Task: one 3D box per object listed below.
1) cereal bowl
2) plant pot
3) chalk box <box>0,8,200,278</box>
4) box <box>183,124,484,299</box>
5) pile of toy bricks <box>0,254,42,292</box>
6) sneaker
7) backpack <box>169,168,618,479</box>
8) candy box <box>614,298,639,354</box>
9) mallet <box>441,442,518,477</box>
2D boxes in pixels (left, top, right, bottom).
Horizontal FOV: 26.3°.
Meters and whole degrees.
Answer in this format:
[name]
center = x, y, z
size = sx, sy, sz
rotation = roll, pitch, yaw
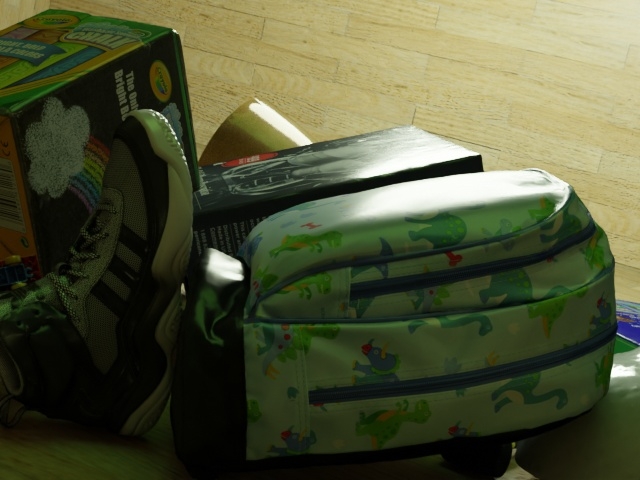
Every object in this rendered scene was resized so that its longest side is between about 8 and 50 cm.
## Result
[cereal bowl]
center = 0.352, 0.175, 1.215
size = 0.338, 0.141, 0.339
rotation = 14, 2, 0
[plant pot]
center = -0.048, -0.068, 2.206
size = 0.254, 0.237, 0.237
rotation = 31, 14, 17
[chalk box]
center = -0.242, -0.111, 1.336
size = 0.179, 0.180, 0.289
rotation = 14, 33, 32
[box]
center = 0.000, 0.000, 1.496
size = 0.312, 0.179, 0.343
rotation = -11, 12, -7
[pile of toy bricks]
center = -0.340, 0.078, 1.147
size = 0.212, 0.118, 0.105
rotation = -10, -10, -28
[sneaker]
center = -0.191, 0.026, 1.090
size = 0.153, 0.269, 0.101
rotation = 2, 7, -31
[backpack]
center = 0.067, 0.065, 1.122
size = 0.355, 0.274, 0.290
rotation = 8, 7, -3
[candy box]
center = 0.392, 0.156, 1.610
size = 0.268, 0.122, 0.317
rotation = 10, 8, -28
[mallet]
center = 0.186, 0.198, 1.317
size = 0.062, 0.039, 0.189
rotation = 17, 5, 36
